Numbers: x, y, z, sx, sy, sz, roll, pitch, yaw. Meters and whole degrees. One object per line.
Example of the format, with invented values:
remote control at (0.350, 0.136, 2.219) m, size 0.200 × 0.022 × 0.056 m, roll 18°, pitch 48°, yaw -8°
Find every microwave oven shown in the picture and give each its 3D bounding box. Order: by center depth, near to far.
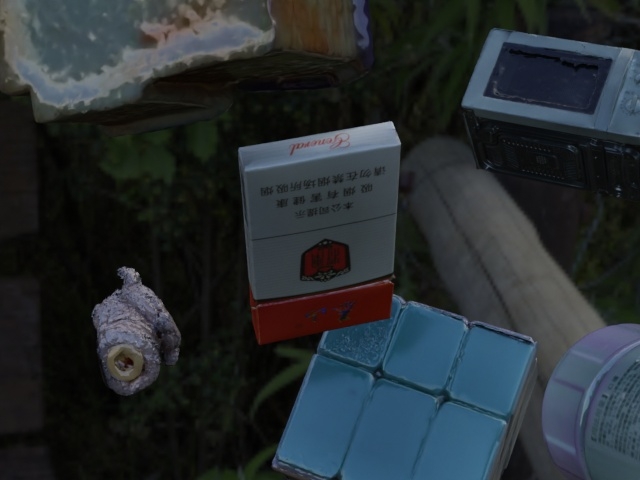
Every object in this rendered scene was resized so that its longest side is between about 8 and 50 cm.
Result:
microwave oven at (0.283, -0.138, 1.404) m, size 0.208 × 0.162 × 0.122 m, roll 14°, pitch 65°, yaw 23°

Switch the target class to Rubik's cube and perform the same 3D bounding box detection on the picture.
Rubik's cube at (0.101, 0.197, 1.368) m, size 0.225 × 0.231 × 0.221 m, roll 19°, pitch -11°, yaw 15°

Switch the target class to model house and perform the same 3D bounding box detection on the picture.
model house at (-0.109, -0.233, 1.141) m, size 0.312 × 0.245 × 0.280 m, roll -8°, pitch 2°, yaw 27°

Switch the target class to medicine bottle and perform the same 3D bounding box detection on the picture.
medicine bottle at (0.237, 0.129, 0.801) m, size 0.135 × 0.135 × 0.168 m, roll -5°, pitch 7°, yaw -21°

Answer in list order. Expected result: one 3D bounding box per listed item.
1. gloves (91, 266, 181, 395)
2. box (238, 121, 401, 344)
gloves at (-0.197, 0.106, 1.306) m, size 0.094 × 0.110 × 0.144 m, roll -14°, pitch 35°, yaw 3°
box at (0.000, 0.000, 1.104) m, size 0.139 × 0.245 × 0.035 m, roll -10°, pitch 49°, yaw -10°
